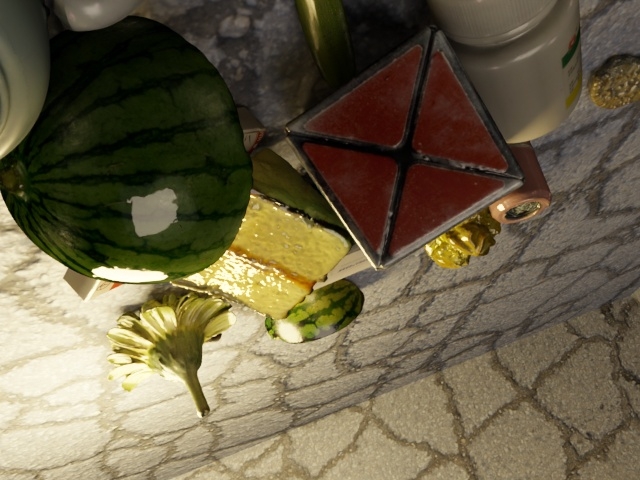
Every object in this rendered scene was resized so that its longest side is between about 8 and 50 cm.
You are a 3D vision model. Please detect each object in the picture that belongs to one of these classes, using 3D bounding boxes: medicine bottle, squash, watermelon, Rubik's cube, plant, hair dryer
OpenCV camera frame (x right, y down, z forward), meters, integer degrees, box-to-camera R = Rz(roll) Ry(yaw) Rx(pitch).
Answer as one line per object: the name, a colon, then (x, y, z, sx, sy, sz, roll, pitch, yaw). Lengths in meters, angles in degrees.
medicine bottle: (0.281, -0.318, 0.789, 0.208, 0.208, 0.340, -34, 148, 12)
squash: (0.005, -0.315, 0.731, 0.066, 0.066, 0.252, -27, 149, 0)
watermelon: (-0.003, 0.212, 1.427, 0.304, 0.128, 0.159, -22, 148, -7)
Rubik's cube: (0.119, -0.139, 0.811, 0.255, 0.259, 0.260, -32, -173, 11)
plant: (-0.315, 0.256, 1.219, 0.305, 0.297, 0.261, -60, 168, 20)
watermelon: (-0.251, -0.083, 0.600, 0.330, 0.331, 0.189, -52, 180, 34)
hair dryer: (0.287, -0.120, 1.114, 0.353, 0.210, 0.125, -16, 155, 11)

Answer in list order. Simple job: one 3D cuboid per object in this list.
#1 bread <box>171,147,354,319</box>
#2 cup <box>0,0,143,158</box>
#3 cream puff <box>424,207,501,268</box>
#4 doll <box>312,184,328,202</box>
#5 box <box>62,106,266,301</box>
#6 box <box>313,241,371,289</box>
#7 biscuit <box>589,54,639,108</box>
bread: (-0.104, 0.020, 0.873, 0.263, 0.236, 0.198, -49, 179, 37)
cup: (-0.322, -0.217, 0.441, 0.357, 0.274, 0.259, -15, 147, -17)
cream puff: (0.351, -0.025, 1.302, 0.195, 0.194, 0.221, -1, 137, -34)
doll: (-0.001, -0.084, 1.023, 0.139, 0.165, 0.057, -47, 133, -46)
box: (-0.252, -0.059, 0.834, 0.353, 0.069, 0.214, -50, 171, 30)
box: (0.000, 0.000, 1.092, 0.265, 0.168, 0.097, -24, 151, -8)
biscuit: (0.722, -0.367, 1.199, 0.290, 0.038, 0.141, -11, 146, -20)
